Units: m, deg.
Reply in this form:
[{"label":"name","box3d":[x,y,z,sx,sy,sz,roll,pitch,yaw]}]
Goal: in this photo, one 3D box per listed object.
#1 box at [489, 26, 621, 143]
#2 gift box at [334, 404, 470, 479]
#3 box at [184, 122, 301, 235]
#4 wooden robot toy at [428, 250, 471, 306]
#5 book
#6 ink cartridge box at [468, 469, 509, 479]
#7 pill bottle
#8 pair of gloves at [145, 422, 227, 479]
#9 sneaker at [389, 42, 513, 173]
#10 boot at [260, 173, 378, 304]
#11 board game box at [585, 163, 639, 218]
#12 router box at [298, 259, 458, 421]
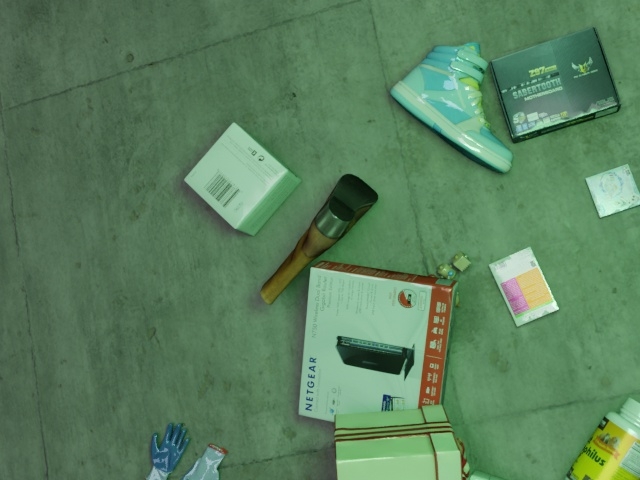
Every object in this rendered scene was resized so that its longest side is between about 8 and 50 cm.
[{"label":"box","box3d":[0.498,-0.331,1.744,0.233,0.059,0.183,-16,78,12]},{"label":"gift box","box3d":[0.163,0.478,1.562,0.258,0.255,0.276,-5,105,2]},{"label":"box","box3d":[-0.176,-0.138,1.871,0.181,0.119,0.182,43,94,16]},{"label":"wooden robot toy","box3d":[0.271,0.108,1.759,0.079,0.076,0.173,36,93,-19]},{"label":"book","box3d":[0.429,0.098,1.722,0.096,0.035,0.144,-25,77,14]},{"label":"ink cartridge box","box3d":[0.408,0.598,1.617,0.278,0.117,0.201,15,87,17]},{"label":"pill bottle","box3d":[0.581,0.418,1.594,0.117,0.117,0.215,33,92,17]},{"label":"pair of gloves","box3d":[-0.314,0.516,1.875,0.198,0.023,0.159,25,88,16]},{"label":"sneaker","box3d":[0.326,-0.304,1.754,0.319,0.127,0.208,40,96,15]},{"label":"boot","box3d":[0.000,0.000,1.797,0.096,0.264,0.280,36,122,-5]},{"label":"board game box","box3d":[0.613,-0.103,1.704,0.090,0.020,0.090,-19,79,12]},{"label":"router box","box3d":[0.118,0.230,1.717,0.301,0.082,0.335,8,102,16]}]
